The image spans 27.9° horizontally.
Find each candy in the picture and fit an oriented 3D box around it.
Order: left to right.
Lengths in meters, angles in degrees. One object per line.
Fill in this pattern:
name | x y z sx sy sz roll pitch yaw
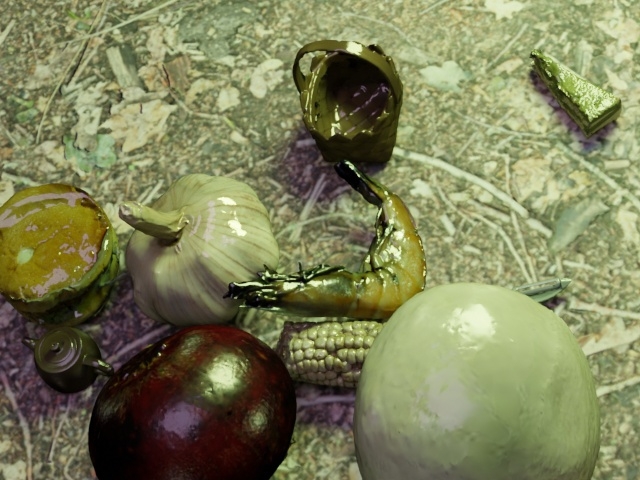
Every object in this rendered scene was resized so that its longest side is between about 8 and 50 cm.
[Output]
candy | 0.168 0.189 1.330 0.295 0.185 0.295 0 89 -9

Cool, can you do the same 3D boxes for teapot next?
teapot | -0.301 0.140 1.541 0.121 0.068 0.076 16 68 18

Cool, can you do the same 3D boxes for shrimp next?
shrimp | 0.000 0.000 1.499 0.262 0.051 0.198 -3 70 -22

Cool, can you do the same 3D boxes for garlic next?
garlic | -0.173 -0.003 1.492 0.199 0.226 0.199 -12 66 28

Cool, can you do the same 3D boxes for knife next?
knife | 0.204 0.073 1.497 0.184 0.026 0.022 -14 23 7

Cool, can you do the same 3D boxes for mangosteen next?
mangosteen | -0.118 0.225 1.406 0.235 0.235 0.261 -41 107 -10

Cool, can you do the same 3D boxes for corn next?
corn | 0.038 0.129 1.468 0.211 0.087 0.087 3 65 12

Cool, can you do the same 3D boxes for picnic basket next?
picnic basket | 0.034 -0.183 1.567 0.128 0.178 0.138 3 65 14

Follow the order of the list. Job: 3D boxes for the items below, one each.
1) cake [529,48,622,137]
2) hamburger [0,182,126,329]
cake | 0.301 -0.182 1.585 0.140 0.051 0.055 38 78 27
hamburger | -0.323 0.025 1.586 0.185 0.113 0.177 15 62 10
